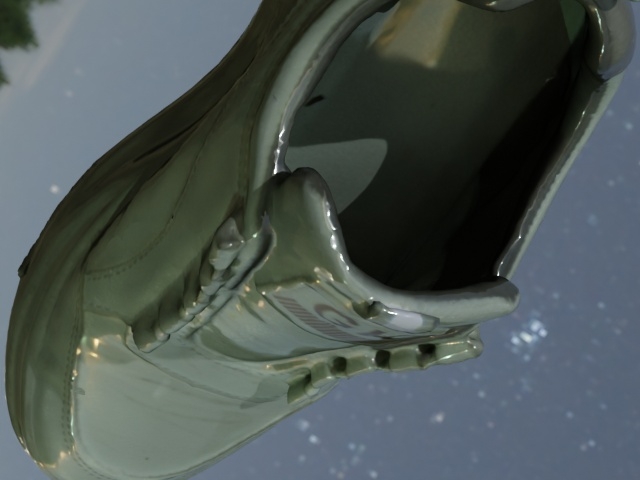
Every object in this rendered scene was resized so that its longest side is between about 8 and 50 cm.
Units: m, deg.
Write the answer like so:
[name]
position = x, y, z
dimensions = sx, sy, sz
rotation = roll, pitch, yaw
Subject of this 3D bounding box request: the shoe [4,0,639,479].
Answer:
[shoe]
position = 0.000, 0.000, 0.486
dimensions = 0.316, 0.124, 0.159
rotation = -56, -155, 22
